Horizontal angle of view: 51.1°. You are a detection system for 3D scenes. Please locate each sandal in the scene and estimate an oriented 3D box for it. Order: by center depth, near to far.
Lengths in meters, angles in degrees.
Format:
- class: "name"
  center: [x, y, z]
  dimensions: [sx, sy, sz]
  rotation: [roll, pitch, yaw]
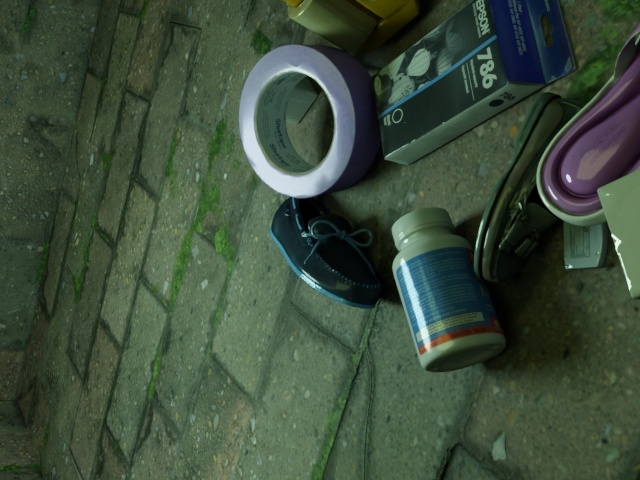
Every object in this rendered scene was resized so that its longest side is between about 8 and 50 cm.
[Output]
- class: "sandal"
  center: [0.389, -0.189, 0.721]
  dimensions: [0.169, 0.102, 0.416]
  rotation: [44, 111, 36]

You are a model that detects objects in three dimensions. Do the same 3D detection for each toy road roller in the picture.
- class: "toy road roller"
  center: [0.093, -0.509, 1.137]
  dimensions: [0.330, 0.203, 0.240]
  rotation: [-32, 44, 45]

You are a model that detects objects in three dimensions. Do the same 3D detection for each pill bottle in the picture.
- class: "pill bottle"
  center: [0.175, 0.067, 0.970]
  dimensions: [0.124, 0.124, 0.221]
  rotation: [-40, 54, 42]

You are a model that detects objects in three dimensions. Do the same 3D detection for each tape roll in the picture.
- class: "tape roll"
  center: [-0.023, -0.218, 1.234]
  dimensions: [0.275, 0.090, 0.274]
  rotation: [11, 109, 37]

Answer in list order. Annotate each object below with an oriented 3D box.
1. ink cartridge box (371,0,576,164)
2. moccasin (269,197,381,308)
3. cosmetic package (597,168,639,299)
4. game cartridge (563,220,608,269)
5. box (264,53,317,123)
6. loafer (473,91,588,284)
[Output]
- class: "ink cartridge box"
  center: [0.215, -0.257, 1.029]
  dimensions: [0.333, 0.065, 0.165]
  rotation: [-28, 61, 46]
- class: "moccasin"
  center: [0.000, 0.000, 1.207]
  dimensions: [0.342, 0.138, 0.116]
  rotation: [41, 112, 47]
- class: "cosmetic package"
  center: [0.441, -0.042, 0.617]
  dimensions: [0.296, 0.153, 0.129]
  rotation: [-32, 58, 47]
- class: "game cartridge"
  center: [0.339, -0.005, 0.857]
  dimensions: [0.056, 0.017, 0.083]
  rotation: [-9, 76, 56]
- class: "box"
  center: [-0.080, -0.314, 1.396]
  dimensions: [0.087, 0.102, 0.101]
  rotation: [-49, 49, 33]
- class: "loafer"
  center: [0.283, -0.060, 0.881]
  dimensions: [0.084, 0.096, 0.267]
  rotation: [26, 101, 42]
